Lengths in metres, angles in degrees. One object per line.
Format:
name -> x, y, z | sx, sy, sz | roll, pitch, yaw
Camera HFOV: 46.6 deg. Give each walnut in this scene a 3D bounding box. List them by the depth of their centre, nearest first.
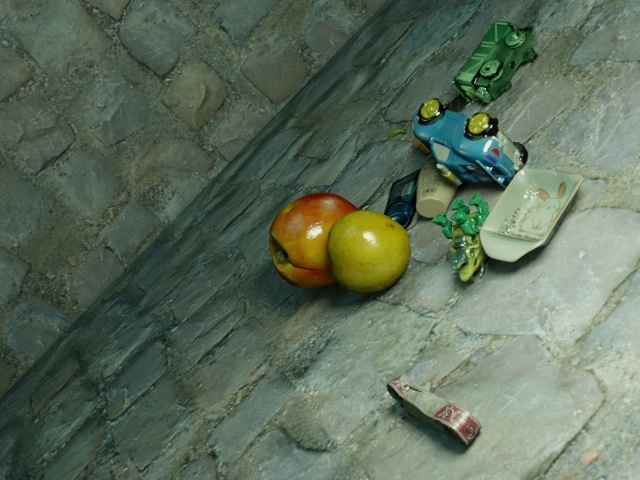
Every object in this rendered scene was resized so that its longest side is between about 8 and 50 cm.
walnut -> 0.314, -0.300, 2.169 | 0.079, 0.082, 0.096 | 31, 81, 34

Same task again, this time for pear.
pear -> 0.119, 0.025, 1.794 | 0.209, 0.209, 0.209 | -36, 25, 20

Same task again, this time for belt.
belt -> 0.205, 0.310, 1.360 | 0.053, 0.071, 0.232 | -43, 26, -14

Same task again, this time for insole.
insole -> 0.468, -0.448, 2.244 | 0.309, 0.012, 0.110 | -32, 25, 27

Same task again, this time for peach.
peach -> 0.000, 0.000, 1.992 | 0.281, 0.281, 0.238 | -73, -7, -48

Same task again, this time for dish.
dish -> 0.434, -0.042, 1.540 | 0.154, 0.064, 0.234 | 16, 61, 47

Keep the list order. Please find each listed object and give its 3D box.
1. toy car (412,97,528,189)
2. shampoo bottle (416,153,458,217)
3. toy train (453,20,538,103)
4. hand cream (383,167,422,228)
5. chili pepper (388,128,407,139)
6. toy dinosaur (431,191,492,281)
toy car -> 0.342, -0.224, 1.809 | 0.314, 0.198, 0.166 | 30, 88, 46
shampoo bottle -> 0.313, -0.168, 1.945 | 0.127, 0.078, 0.256 | -13, 38, 34
toy train -> 0.509, -0.516, 2.139 | 0.154, 0.115, 0.269 | 27, 80, 51
hand cream -> 0.228, -0.122, 2.047 | 0.120, 0.061, 0.270 | -28, 23, 29
chili pepper -> 0.253, -0.349, 2.419 | 0.083, 0.017, 0.030 | -6, 45, 54
toy dinosaur -> 0.343, -0.036, 1.625 | 0.094, 0.153, 0.259 | -10, 32, 50
